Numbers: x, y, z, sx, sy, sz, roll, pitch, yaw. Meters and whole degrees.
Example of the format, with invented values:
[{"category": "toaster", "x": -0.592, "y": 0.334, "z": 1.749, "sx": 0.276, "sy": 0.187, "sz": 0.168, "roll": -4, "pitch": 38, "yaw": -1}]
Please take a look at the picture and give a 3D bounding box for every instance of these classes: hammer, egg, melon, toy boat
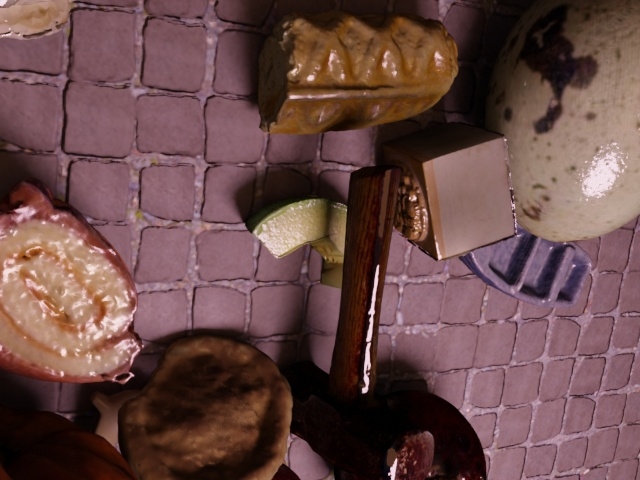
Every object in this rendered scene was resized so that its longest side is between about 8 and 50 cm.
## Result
[{"category": "hammer", "x": 0.043, "y": 0.101, "z": 0.855, "sx": 0.095, "sy": 0.242, "sz": 0.408, "roll": -10, "pitch": 111, "yaw": -39}, {"category": "egg", "x": 0.375, "y": -0.182, "z": 0.931, "sx": 0.288, "sy": 0.287, "sz": 0.379, "roll": -2, "pitch": 114, "yaw": -26}, {"category": "melon", "x": 0.000, "y": 0.000, "z": 0.923, "sx": 0.209, "sy": 0.064, "sz": 0.118, "roll": 41, "pitch": 83, "yaw": -32}, {"category": "toy boat", "x": 0.320, "y": 0.027, "z": 1.080, "sx": 0.283, "sy": 0.078, "sz": 0.127, "roll": 21, "pitch": 95, "yaw": -29}]

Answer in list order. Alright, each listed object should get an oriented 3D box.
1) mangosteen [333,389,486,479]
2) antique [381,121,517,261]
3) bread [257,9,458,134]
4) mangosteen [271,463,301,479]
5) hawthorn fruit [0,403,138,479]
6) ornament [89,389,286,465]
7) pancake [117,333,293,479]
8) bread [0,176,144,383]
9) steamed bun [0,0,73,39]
[{"category": "mangosteen", "x": 0.148, "y": 0.348, "z": 0.976, "sx": 0.236, "sy": 0.261, "sz": 0.235, "roll": -1, "pitch": 93, "yaw": -21}, {"category": "antique", "x": 0.171, "y": -0.069, "z": 0.935, "sx": 0.148, "sy": 0.147, "sz": 0.151, "roll": -18, "pitch": 111, "yaw": -13}, {"category": "bread", "x": 0.053, "y": -0.215, "z": 0.853, "sx": 0.268, "sy": 0.130, "sz": 0.152, "roll": -9, "pitch": 144, "yaw": -25}, {"category": "mangosteen", "x": -0.101, "y": 0.374, "z": 0.868, "sx": 0.200, "sy": 0.200, "sz": 0.199, "roll": -7, "pitch": 107, "yaw": -25}, {"category": "hawthorn fruit", "x": -0.359, "y": 0.364, "z": 0.642, "sx": 0.403, "sy": 0.403, "sz": 0.402, "roll": -7, "pitch": 107, "yaw": -25}, {"category": "ornament", "x": -0.182, "y": 0.264, "z": 0.905, "sx": 0.230, "sy": 0.061, "sz": 0.244, "roll": -25, "pitch": 117, "yaw": -17}, {"category": "pancake", "x": -0.135, "y": 0.218, "z": 0.838, "sx": 0.236, "sy": 0.222, "sz": 0.042, "roll": -34, "pitch": 157, "yaw": -42}, {"category": "bread", "x": -0.308, "y": 0.064, "z": 0.752, "sx": 0.190, "sy": 0.123, "sz": 0.244, "roll": -42, "pitch": 118, "yaw": -8}, {"category": "steamed bun", "x": -0.319, "y": -0.343, "z": 0.569, "sx": 0.347, "sy": 0.238, "sz": 0.393, "roll": 33, "pitch": 57, "yaw": -51}]
